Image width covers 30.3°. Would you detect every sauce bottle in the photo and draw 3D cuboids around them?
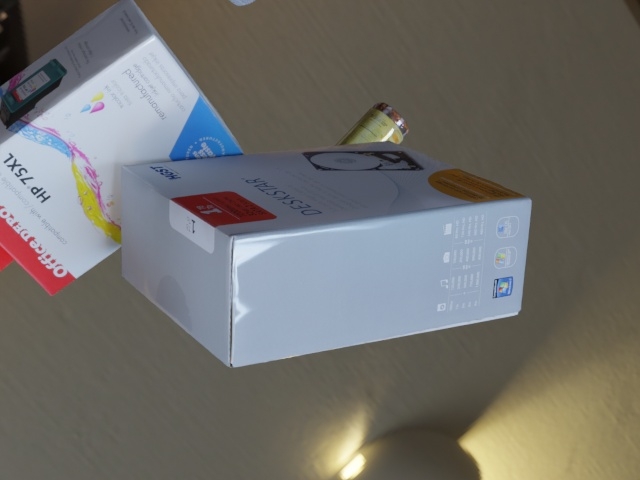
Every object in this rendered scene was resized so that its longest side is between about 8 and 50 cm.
[{"bbox_3d":[0.022,-0.063,1.020,0.128,0.042,0.042,-47,-156,-11],"label":"sauce bottle"}]

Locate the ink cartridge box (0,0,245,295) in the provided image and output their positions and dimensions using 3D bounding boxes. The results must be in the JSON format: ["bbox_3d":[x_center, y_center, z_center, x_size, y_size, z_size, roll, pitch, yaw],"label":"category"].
[{"bbox_3d":[-0.190,-0.055,0.880,0.231,0.134,0.078,-36,-139,1],"label":"ink cartridge box"}]

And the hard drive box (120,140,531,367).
[{"bbox_3d":[0.000,0.000,0.832,0.232,0.089,0.181,-9,-159,-30],"label":"hard drive box"}]

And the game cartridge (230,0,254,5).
[{"bbox_3d":[-0.041,-0.115,0.449,0.017,0.056,0.083,-57,-174,-6],"label":"game cartridge"}]
